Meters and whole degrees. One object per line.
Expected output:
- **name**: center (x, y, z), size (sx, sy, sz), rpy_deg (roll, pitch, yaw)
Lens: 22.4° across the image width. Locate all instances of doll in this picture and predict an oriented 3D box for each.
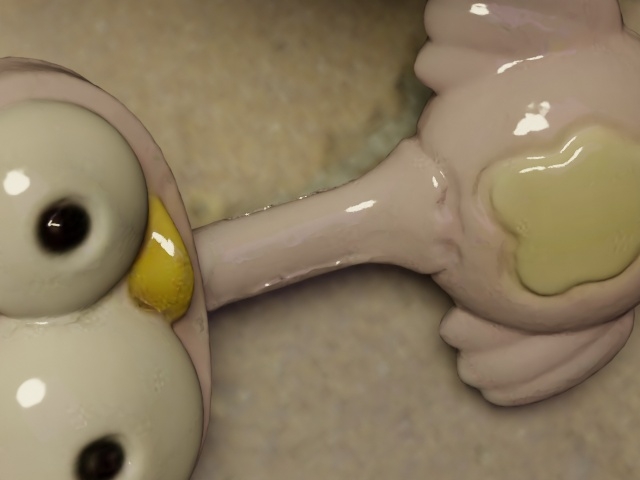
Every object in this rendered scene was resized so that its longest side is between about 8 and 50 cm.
- **doll**: center (-0.001, 0.000, 0.508), size (0.365, 0.094, 0.160), rpy_deg (-16, 117, -21)
